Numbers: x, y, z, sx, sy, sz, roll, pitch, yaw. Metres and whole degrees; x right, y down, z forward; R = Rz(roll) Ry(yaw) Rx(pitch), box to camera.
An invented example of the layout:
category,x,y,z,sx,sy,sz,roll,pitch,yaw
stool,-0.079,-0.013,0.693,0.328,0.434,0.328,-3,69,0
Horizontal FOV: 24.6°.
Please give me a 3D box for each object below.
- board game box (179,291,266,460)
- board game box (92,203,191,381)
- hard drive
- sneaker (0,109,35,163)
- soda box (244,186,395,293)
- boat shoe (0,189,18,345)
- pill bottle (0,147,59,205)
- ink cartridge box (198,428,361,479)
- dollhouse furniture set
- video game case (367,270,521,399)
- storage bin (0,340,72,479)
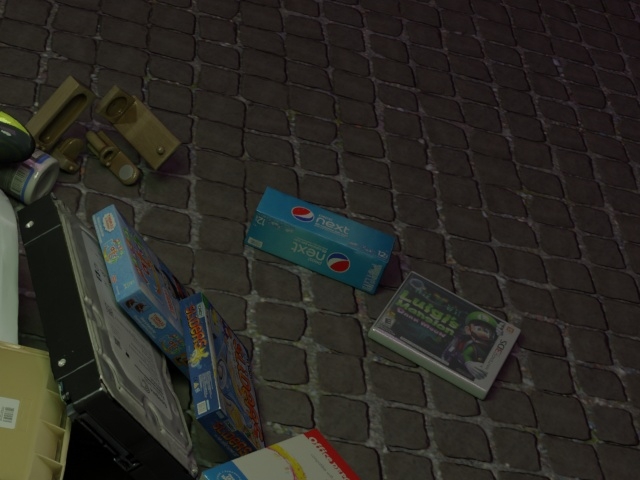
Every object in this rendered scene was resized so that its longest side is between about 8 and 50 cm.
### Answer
category,x,y,z,sx,sy,sz,roll,pitch,yaw
board game box,-0.122,0.179,1.847,0.035,0.136,0.201,-25,43,10
board game box,-0.213,0.073,1.890,0.039,0.211,0.160,-30,47,6
hard drive,-0.256,0.125,1.773,0.064,0.237,0.339,-29,45,6
sneaker,-0.531,-0.102,1.979,0.300,0.111,0.121,-7,58,4
soda box,0.000,0.000,2.185,0.210,0.067,0.071,22,36,0
boat shoe,-0.449,0.045,1.849,0.119,0.121,0.335,8,40,-25
pill bottle,-0.447,-0.113,2.087,0.137,0.078,0.078,30,37,10
ink cartridge box,-0.027,0.313,1.765,0.231,0.078,0.134,-16,51,-41
dollhouse furniture set,-0.320,-0.148,2.144,0.123,0.144,0.151,45,6,27
video game case,0.184,0.135,2.148,0.190,0.022,0.173,28,36,9
storage bin,-0.413,0.220,1.613,0.260,0.123,0.262,14,27,-11
